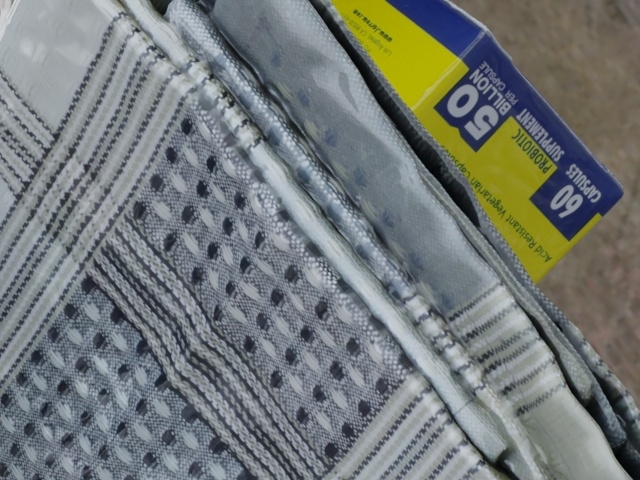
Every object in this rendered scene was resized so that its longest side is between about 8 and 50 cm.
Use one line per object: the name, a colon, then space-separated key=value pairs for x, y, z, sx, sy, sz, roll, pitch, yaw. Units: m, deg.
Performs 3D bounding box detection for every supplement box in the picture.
supplement box: x=0.000 y=0.000 z=1.053 sx=0.356 sy=0.194 sz=0.195 roll=-46 pitch=38 yaw=4

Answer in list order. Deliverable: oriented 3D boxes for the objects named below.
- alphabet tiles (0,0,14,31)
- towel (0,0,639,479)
alphabet tiles: x=-0.264 y=-0.068 z=1.086 sx=0.021 sy=0.284 sz=0.278 roll=2 pitch=-26 yaw=-27
towel: x=-0.048 y=0.060 z=0.574 sx=0.056 sy=0.312 sz=0.324 roll=-21 pitch=-20 yaw=-46
